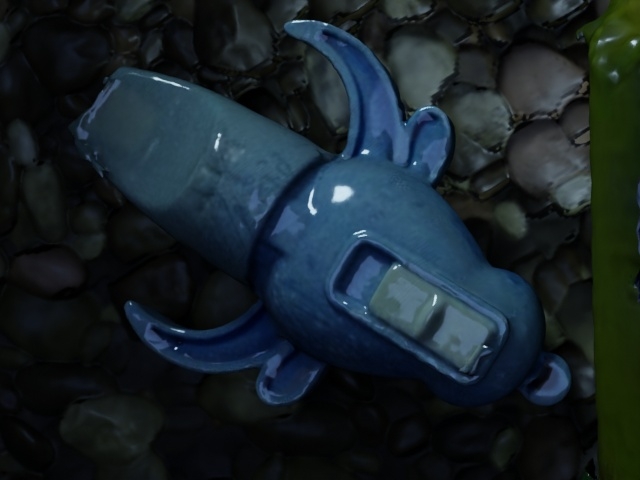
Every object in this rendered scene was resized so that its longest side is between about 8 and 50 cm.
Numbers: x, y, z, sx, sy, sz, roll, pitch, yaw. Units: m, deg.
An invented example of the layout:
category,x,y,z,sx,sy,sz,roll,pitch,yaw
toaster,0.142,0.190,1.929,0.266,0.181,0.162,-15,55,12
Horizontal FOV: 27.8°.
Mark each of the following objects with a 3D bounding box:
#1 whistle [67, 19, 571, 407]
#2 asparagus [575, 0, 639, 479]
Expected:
category,x,y,z,sx,sy,sz,roll,pitch,yaw
whistle,0.000,0.000,0.612,0.269,0.093,0.180,34,97,16
asparagus,0.175,-0.033,0.563,0.128,0.108,0.381,-1,88,17
